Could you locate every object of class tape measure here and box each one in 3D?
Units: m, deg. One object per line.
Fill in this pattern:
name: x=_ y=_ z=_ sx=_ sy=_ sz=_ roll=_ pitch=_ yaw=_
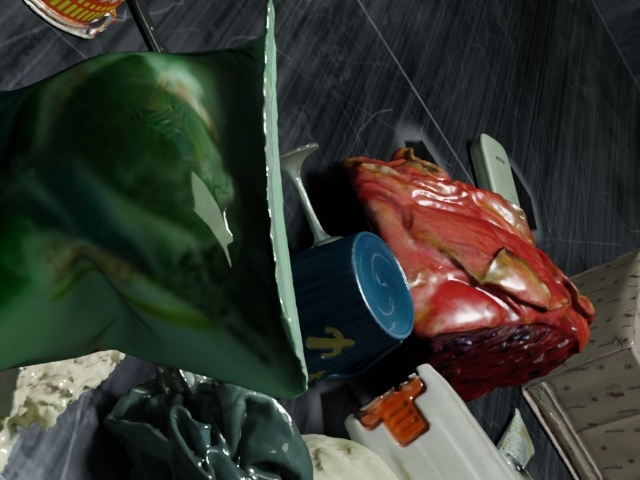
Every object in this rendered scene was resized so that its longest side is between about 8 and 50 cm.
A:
tape measure: x=0.156 y=0.269 z=1.318 sx=0.258 sy=0.130 sz=0.265 roll=54 pitch=2 yaw=20

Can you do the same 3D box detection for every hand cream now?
hand cream: x=0.248 y=0.272 z=1.672 sx=0.067 sy=0.042 sz=0.194 roll=64 pitch=22 yaw=-1

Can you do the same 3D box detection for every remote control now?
remote control: x=0.281 y=-0.018 z=1.971 sx=0.090 sy=0.038 sz=0.309 roll=28 pitch=46 yaw=-51

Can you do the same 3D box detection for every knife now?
knife: x=-0.153 y=-0.170 z=1.323 sx=0.023 sy=0.010 sz=0.170 roll=-29 pitch=97 yaw=-58

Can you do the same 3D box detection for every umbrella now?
umbrella: x=-0.073 y=0.201 z=1.023 sx=0.094 sy=0.143 sz=0.349 roll=144 pitch=-73 yaw=-76

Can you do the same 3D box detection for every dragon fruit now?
dragon fruit: x=0.160 y=-0.011 z=1.459 sx=0.286 sy=0.228 sz=0.329 roll=65 pitch=7 yaw=-64

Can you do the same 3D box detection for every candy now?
candy: x=-0.203 y=-0.001 z=0.715 sx=0.172 sy=0.398 sz=0.263 roll=86 pitch=-6 yaw=-50

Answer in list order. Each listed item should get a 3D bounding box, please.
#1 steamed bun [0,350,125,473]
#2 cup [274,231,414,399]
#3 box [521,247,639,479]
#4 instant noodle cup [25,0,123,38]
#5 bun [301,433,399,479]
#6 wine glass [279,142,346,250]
steamed bun: x=-0.196 y=0.033 z=0.900 sx=0.200 sy=0.170 sz=0.225 roll=54 pitch=31 yaw=-31
cup: x=0.010 y=0.077 z=1.258 sx=0.176 sy=0.155 sz=0.131 roll=35 pitch=41 yaw=-44
box: x=0.441 y=0.191 z=1.932 sx=0.225 sy=0.190 sz=0.297 roll=57 pitch=27 yaw=-16
instant noodle cup: x=-0.171 y=-0.314 z=1.179 sx=0.193 sy=0.212 sz=0.193 roll=42 pitch=36 yaw=-40
bun: x=0.028 y=0.280 z=1.156 sx=0.231 sy=0.133 sz=0.231 roll=42 pitch=37 yaw=-42
wine glass: x=0.000 y=0.000 z=1.389 sx=0.079 sy=0.079 sz=0.195 roll=-16 pitch=81 yaw=-64
